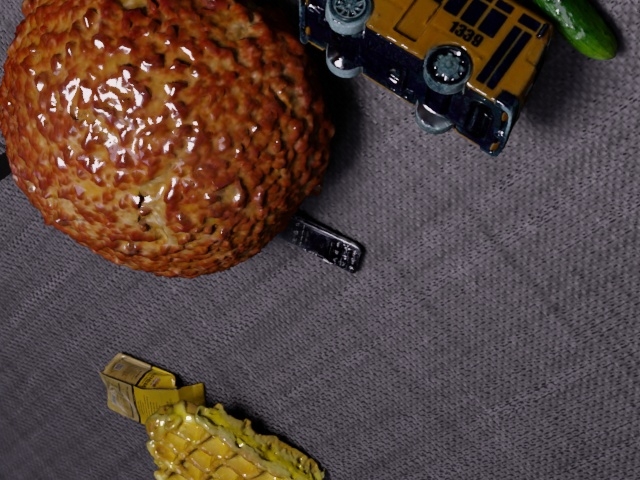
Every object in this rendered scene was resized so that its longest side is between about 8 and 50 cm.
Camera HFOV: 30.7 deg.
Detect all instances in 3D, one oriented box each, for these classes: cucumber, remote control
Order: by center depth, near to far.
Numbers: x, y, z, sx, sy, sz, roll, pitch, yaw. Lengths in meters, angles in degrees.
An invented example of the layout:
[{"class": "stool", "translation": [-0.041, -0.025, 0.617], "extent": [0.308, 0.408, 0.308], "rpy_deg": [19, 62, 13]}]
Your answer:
[{"class": "cucumber", "translation": [0.182, -0.203, 0.929], "extent": [0.037, 0.037, 0.155], "rpy_deg": [-30, 100, 43]}, {"class": "remote control", "translation": [0.000, 0.000, 1.204], "extent": [0.096, 0.014, 0.039], "rpy_deg": [27, 131, 14]}]

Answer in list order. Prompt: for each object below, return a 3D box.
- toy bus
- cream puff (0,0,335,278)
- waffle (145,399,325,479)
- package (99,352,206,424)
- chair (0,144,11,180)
[{"class": "toy bus", "translation": [0.090, -0.168, 0.958], "extent": [0.201, 0.114, 0.098], "rpy_deg": [33, 163, 11]}, {"class": "cream puff", "translation": [-0.162, -0.105, 1.097], "extent": [0.350, 0.229, 0.351], "rpy_deg": [15, 126, 22]}, {"class": "waffle", "translation": [-0.121, 0.271, 1.416], "extent": [0.211, 0.055, 0.160], "rpy_deg": [33, 135, -7]}, {"class": "package", "translation": [-0.209, 0.194, 1.453], "extent": [0.131, 0.047, 0.071], "rpy_deg": [19, 130, 22]}, {"class": "chair", "translation": [-0.370, -0.087, 1.373], "extent": [0.086, 0.042, 0.037], "rpy_deg": [24, 134, 19]}]
